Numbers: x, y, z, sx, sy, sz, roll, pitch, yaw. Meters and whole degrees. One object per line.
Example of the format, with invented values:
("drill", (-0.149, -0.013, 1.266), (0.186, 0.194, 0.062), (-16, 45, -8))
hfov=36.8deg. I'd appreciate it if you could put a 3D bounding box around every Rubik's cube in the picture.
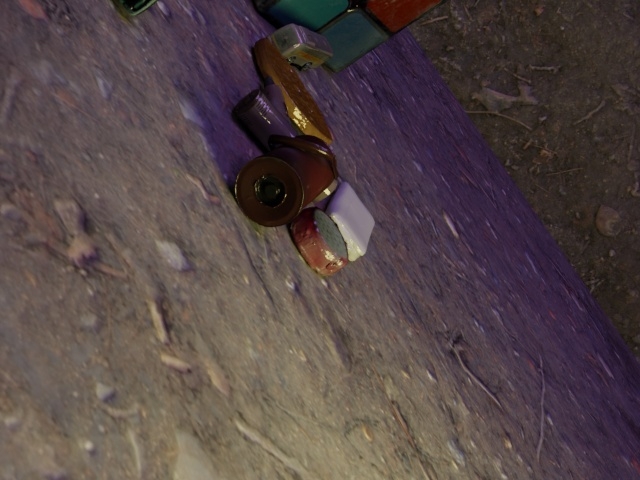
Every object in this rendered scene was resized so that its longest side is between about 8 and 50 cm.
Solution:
("Rubik's cube", (0.029, -0.588, 1.957), (0.316, 0.318, 0.313), (28, 36, -53))

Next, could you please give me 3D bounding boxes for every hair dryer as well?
("hair dryer", (-0.058, -0.180, 1.528), (0.195, 0.054, 0.220), (49, 14, -25))

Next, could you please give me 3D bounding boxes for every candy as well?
("candy", (0.000, 0.000, 1.372), (0.103, 0.043, 0.103), (48, 21, -25))

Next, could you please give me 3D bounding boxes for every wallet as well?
("wallet", (0.046, -0.031, 1.551), (0.095, 0.033, 0.190), (51, 19, -12))

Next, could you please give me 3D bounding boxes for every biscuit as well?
("biscuit", (-0.051, -0.253, 1.669), (0.220, 0.029, 0.142), (56, 18, -5))

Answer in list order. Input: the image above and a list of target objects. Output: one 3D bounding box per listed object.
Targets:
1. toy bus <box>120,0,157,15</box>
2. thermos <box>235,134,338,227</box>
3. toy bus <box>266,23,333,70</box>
("toy bus", (-0.270, -0.437, 1.279), (0.256, 0.128, 0.147), (52, 18, -9))
("thermos", (-0.036, -0.089, 1.339), (0.099, 0.124, 0.232), (18, 19, 10))
("toy bus", (-0.038, -0.364, 1.813), (0.057, 0.072, 0.172), (64, 21, 8))
